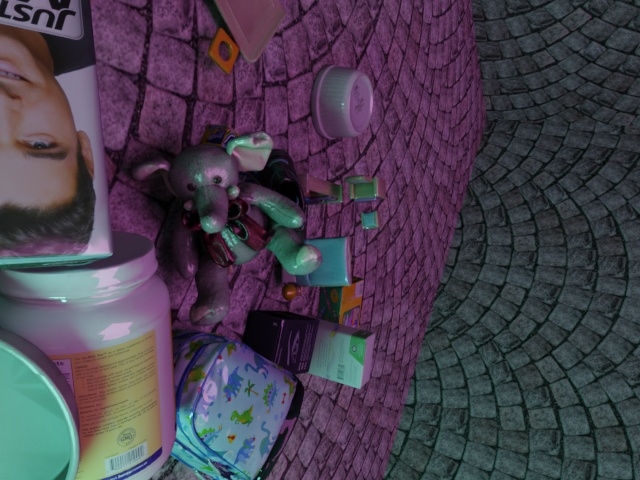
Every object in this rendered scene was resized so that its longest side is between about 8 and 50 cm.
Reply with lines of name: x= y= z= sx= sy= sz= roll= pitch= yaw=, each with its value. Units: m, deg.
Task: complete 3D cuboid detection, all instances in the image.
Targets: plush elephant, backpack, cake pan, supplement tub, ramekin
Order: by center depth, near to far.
cake pan: x=-0.420 y=0.217 z=0.595 sx=0.054 sy=0.292 sz=0.294 roll=-95 pitch=-174 yaw=-74
supplement tub: x=-0.337 y=0.170 z=0.737 sx=0.241 sy=0.240 sz=0.332 roll=-24 pitch=120 yaw=-57
plush elephant: x=-0.180 y=-0.060 z=0.923 sx=0.255 sy=0.271 sz=0.330 roll=62 pitch=7 yaw=-61
backpack: x=-0.205 y=0.325 z=1.032 sx=0.355 sy=0.273 sz=0.290 roll=42 pitch=61 yaw=-23
ramekin: x=0.069 y=-0.389 z=1.445 sx=0.207 sy=0.108 sz=0.207 roll=-30 pitch=126 yaw=-55

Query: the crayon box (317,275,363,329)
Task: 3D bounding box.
crayon box: x=0.062 y=0.265 z=1.685 sx=0.165 sy=0.081 sz=0.279 roll=-10 pitch=108 yaw=-60

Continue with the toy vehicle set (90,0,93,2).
toy vehicle set: x=-0.414 y=-0.299 z=0.648 sx=0.267 sy=0.035 sz=0.166 roll=-68 pitch=150 yaw=-21

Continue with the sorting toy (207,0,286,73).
sorting toy: x=-0.160 y=-0.498 z=1.048 sx=0.348 sy=0.047 sz=0.196 roll=-65 pitch=145 yaw=-26

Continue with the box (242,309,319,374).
box: x=-0.106 y=0.269 z=1.346 sx=0.207 sy=0.108 sz=0.153 roll=20 pitch=82 yaw=-61

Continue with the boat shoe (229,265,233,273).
boat shoe: x=-0.238 y=0.039 z=1.089 sx=0.045 sy=0.050 sz=0.135 roll=-60 pitch=137 yaw=-26

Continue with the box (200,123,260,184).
box: x=-0.181 y=-0.183 z=1.100 sx=0.169 sy=0.059 sz=0.054 roll=40 pitch=66 yaw=-59

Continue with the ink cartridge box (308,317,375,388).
ink cartridge box: x=0.048 y=0.338 z=1.548 sx=0.093 sy=0.212 sz=0.155 roll=-12 pitch=109 yaw=-64

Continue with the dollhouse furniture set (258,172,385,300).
dollhouse furniture set: x=0.000 y=0.000 z=1.260 sx=0.198 sy=0.286 sz=0.304 roll=3 pitch=85 yaw=-62

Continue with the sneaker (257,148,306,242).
sneaker: x=-0.080 y=-0.062 z=1.111 sx=0.101 sy=0.106 sz=0.268 roll=-20 pitch=131 yaw=-10

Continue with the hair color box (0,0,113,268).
hair color box: x=-0.344 y=-0.157 z=0.538 sx=0.185 sy=0.113 sz=0.375 roll=-3 pitch=84 yaw=-41
